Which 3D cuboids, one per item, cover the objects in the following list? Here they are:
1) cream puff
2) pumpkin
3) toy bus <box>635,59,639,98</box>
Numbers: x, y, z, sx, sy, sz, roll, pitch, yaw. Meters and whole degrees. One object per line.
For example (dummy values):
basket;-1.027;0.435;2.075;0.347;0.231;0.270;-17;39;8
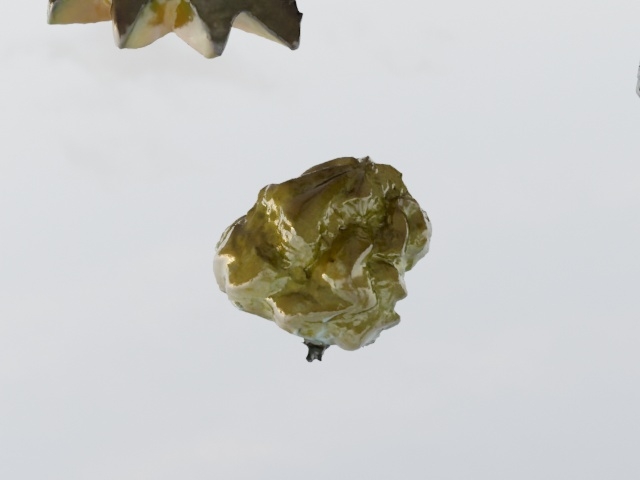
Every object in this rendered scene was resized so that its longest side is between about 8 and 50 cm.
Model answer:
cream puff;0.001;-0.001;1.372;0.121;0.156;0.156;32;-178;-35
pumpkin;-0.110;-0.218;1.072;0.130;0.149;0.254;-10;-139;-29
toy bus;0.303;-0.177;1.581;0.065;0.166;0.047;-16;-136;-21
